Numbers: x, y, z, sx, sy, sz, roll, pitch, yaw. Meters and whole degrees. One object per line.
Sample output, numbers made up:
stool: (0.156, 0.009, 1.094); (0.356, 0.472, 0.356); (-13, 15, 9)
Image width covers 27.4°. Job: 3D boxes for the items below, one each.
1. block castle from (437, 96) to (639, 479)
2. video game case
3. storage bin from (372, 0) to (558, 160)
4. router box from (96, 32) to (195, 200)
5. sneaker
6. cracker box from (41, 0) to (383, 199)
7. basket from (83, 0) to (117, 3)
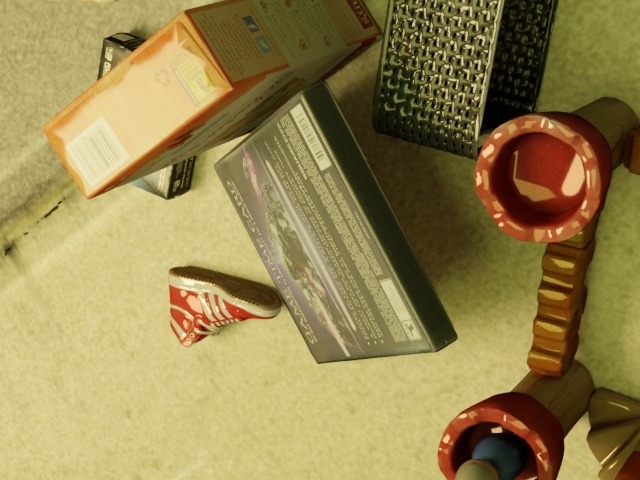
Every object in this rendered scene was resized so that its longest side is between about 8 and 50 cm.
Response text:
block castle: (0.310, 0.097, 0.839); (0.453, 0.213, 0.303); (16, 113, 24)
video game case: (0.000, 0.000, 0.996); (0.196, 0.026, 0.274); (62, 163, -2)
storage bin: (0.108, -0.159, 0.922); (0.084, 0.122, 0.180); (17, 114, 24)
router box: (-0.150, -0.107, 1.133); (0.092, 0.038, 0.122); (22, 116, 21)
sneaker: (-0.085, 0.067, 1.152); (0.118, 0.042, 0.067); (16, 109, 33)
cracker box: (-0.072, -0.119, 0.970); (0.156, 0.232, 0.067); (-33, 90, 33)
basket: (-0.193, -0.345, 0.948); (0.328, 0.266, 0.331); (8, 108, 28)
